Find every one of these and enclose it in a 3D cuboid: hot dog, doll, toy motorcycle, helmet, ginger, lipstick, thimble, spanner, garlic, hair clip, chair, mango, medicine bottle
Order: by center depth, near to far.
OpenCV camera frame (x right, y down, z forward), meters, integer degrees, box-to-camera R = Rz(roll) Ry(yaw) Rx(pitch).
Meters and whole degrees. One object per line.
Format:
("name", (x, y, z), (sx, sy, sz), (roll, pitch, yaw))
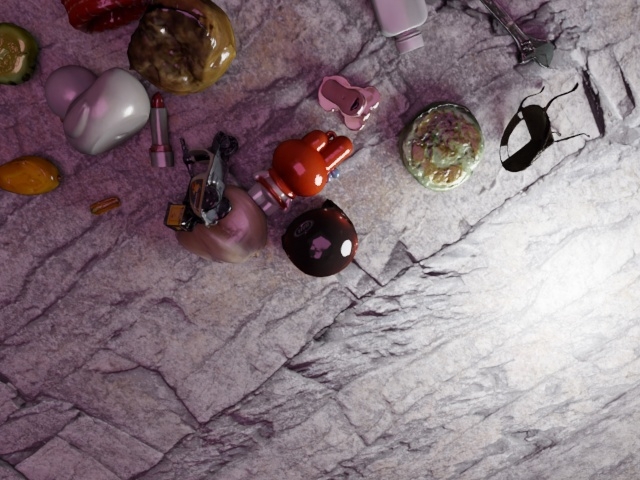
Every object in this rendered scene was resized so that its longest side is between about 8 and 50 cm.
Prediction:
("thimble", (-0.481, -0.544, 1.085), (0.190, 0.163, 0.124), (-11, 107, 30))
("ginger", (-0.288, -0.450, 1.095), (0.200, 0.222, 0.269), (33, 141, -22))
("doll", (-0.529, -0.325, 1.149), (0.251, 0.221, 0.221), (-26, 111, 38))
("medicine bottle", (0.194, -0.551, 1.191), (0.119, 0.069, 0.183), (-21, 106, 1))
("toy motorcycle", (-0.290, -0.153, 1.228), (0.157, 0.091, 0.262), (2, 73, 18))
("spanner", (0.469, -0.550, 1.236), (0.325, 0.026, 0.093), (41, 99, -14))
("lipstick", (-0.406, -0.278, 1.238), (0.057, 0.063, 0.186), (-3, 101, -5))
("mango", (-0.740, -0.162, 1.242), (0.188, 0.066, 0.101), (-6, 116, 3))
("doll", (-0.051, -0.183, 1.256), (0.290, 0.130, 0.161), (-41, 105, -2))
("chair", (0.552, -0.279, 1.258), (0.213, 0.174, 0.149), (-34, 111, -5))
("hair clip", (0.068, -0.359, 1.262), (0.138, 0.102, 0.123), (33, 102, 20))
("helmet", (0.000, 0.000, 1.296), (0.189, 0.193, 0.216), (-38, 148, 8))
("hot dog", (-0.567, -0.093, 1.299), (0.083, 0.021, 0.037), (-19, 128, -1))
("garlic", (-0.245, -0.033, 1.299), (0.228, 0.110, 0.217), (31, 99, -12))

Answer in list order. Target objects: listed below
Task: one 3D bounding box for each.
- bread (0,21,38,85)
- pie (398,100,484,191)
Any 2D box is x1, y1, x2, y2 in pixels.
("bread", (-0.727, -0.435, 1.154), (0.130, 0.071, 0.139), (-4, 106, -6))
("pie", (0.319, -0.246, 1.304), (0.241, 0.054, 0.240), (-2, 106, -6))
